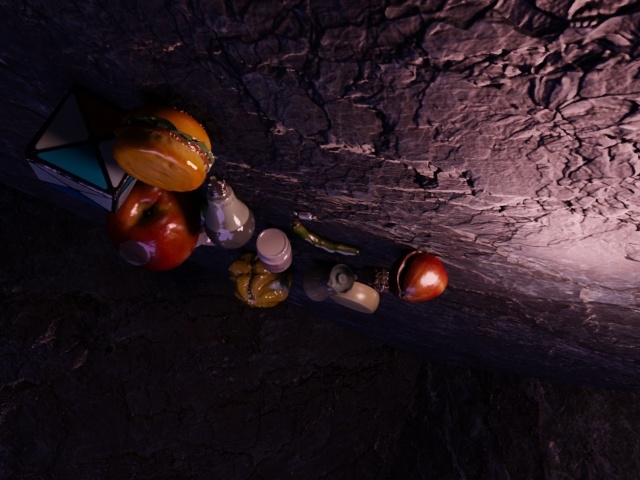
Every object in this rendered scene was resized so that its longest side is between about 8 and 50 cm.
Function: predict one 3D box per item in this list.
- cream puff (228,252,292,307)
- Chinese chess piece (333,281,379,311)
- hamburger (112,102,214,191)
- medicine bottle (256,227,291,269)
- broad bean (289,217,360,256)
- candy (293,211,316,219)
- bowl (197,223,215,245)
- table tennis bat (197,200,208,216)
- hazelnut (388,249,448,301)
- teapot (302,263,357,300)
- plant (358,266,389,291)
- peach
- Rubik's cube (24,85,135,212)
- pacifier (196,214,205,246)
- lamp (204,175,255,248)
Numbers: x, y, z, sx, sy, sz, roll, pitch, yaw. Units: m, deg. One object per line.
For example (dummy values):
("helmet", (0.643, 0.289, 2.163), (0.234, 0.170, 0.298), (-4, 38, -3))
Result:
("cream puff", (-0.338, 0.233, 2.348), (0.379, 0.275, 0.378), (19, 166, 5))
("Chinese chess piece", (0.171, 0.278, 2.161), (0.251, 0.101, 0.250), (19, 164, 6))
("hamburger", (-0.384, -0.241, 1.084), (0.247, 0.169, 0.246), (7, 160, 3))
("medicine bottle", (-0.190, 0.042, 1.794), (0.145, 0.144, 0.252), (21, 162, 2))
("broad bean", (0.000, 0.000, 1.584), (0.292, 0.049, 0.144), (28, 161, -20))
("candy", (-0.053, -0.084, 1.434), (0.084, 0.020, 0.030), (13, 163, 24))
("bowl", (-0.471, -0.044, 1.918), (0.189, 0.085, 0.189), (-4, 163, -1))
("table tennis bat", (-0.497, -0.126, 1.826), (0.257, 0.039, 0.160), (4, 158, 32))
("hazelnut", (0.306, 0.123, 1.395), (0.178, 0.177, 0.204), (33, 168, -34))
("teapot", (0.048, 0.181, 1.943), (0.203, 0.170, 0.225), (-6, 174, -36))
("plant", (0.225, 0.156, 1.740), (0.143, 0.091, 0.094), (15, 157, 48))
("peach", (-0.647, -0.049, 1.669), (0.336, 0.309, 0.405), (20, 143, -7))
("Rubik's cube", (-0.649, -0.248, 1.248), (0.250, 0.248, 0.246), (28, 163, -20))
("pacifier", (-0.656, -0.078, 1.992), (0.279, 0.227, 0.207), (26, -157, -16))
("lamp", (-0.314, -0.095, 1.514), (0.182, 0.181, 0.313), (22, 144, -1))
